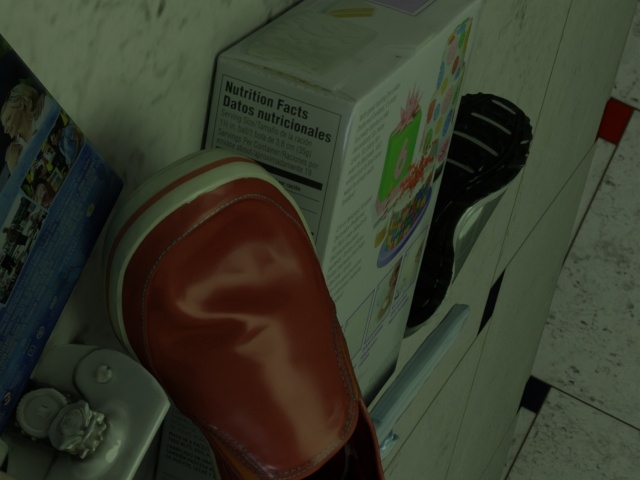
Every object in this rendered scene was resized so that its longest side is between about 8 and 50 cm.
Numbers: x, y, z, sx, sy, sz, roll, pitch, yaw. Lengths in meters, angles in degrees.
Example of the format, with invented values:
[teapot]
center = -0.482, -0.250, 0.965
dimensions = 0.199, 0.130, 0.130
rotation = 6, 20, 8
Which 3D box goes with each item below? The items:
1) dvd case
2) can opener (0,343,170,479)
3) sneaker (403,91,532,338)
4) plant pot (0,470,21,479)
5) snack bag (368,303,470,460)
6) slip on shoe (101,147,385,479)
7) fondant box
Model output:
[dvd case]
center = -0.161, 0.009, 0.597
dimensions = 0.180, 0.022, 0.253
rotation = -65, 164, -13
[can opener]
center = -0.158, 0.177, 0.722
dimensions = 0.093, 0.074, 0.280
rotation = 81, 33, -62
[sneaker]
center = 0.109, -0.025, 1.374
dimensions = 0.272, 0.100, 0.108
rotation = -59, 173, -19
[plant pot]
center = -0.165, 0.221, 0.512
dimensions = 0.257, 0.256, 0.274
rotation = -63, 180, -22
[snack bag]
center = 0.002, 0.222, 1.211
dimensions = 0.343, 0.037, 0.323
rotation = -56, 173, 27
[slip on shoe]
center = -0.026, 0.079, 0.810
dimensions = 0.123, 0.101, 0.331
rotation = -35, 138, -17
[fondant box]
center = 0.000, 0.000, 1.003
dimensions = 0.238, 0.096, 0.330
rotation = -45, 152, -56
